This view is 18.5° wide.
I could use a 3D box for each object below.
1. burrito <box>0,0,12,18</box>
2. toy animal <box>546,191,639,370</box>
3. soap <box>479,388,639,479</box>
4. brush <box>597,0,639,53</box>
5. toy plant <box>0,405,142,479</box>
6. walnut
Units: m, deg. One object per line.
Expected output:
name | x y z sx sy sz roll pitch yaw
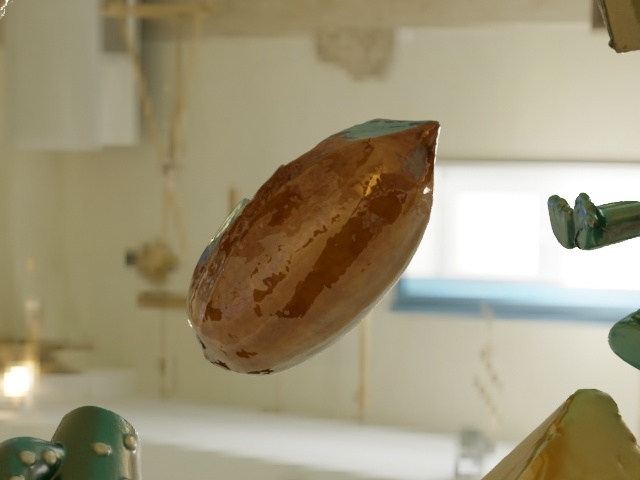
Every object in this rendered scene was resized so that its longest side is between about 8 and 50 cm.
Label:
burrito | -0.225 -0.131 1.159 0.045 0.058 0.188 35 164 -18
toy animal | 0.195 -0.024 0.782 0.208 0.100 0.103 -27 -141 -12
soap | 0.031 0.221 0.857 0.324 0.096 0.204 -49 -179 38
brush | 0.123 -0.198 0.854 0.054 0.282 0.048 0 -136 26
toy plant | -0.217 0.270 1.804 0.112 0.232 0.243 -31 -172 32
walnut | 0.000 0.000 1.198 0.116 0.207 0.116 38 -162 -15
